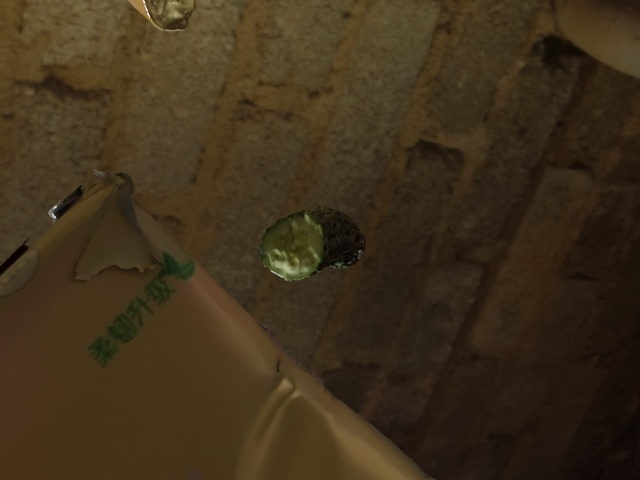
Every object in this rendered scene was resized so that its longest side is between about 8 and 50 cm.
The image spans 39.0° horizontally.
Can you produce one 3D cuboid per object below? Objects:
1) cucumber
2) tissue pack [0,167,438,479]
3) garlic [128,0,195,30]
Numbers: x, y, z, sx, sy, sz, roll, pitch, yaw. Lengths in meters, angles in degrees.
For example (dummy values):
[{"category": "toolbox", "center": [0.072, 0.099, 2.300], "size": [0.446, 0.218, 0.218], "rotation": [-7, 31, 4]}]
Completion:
[{"category": "cucumber", "center": [0.001, 0.000, 0.754], "size": [0.187, 0.058, 0.058], "rotation": [-9, -74, -78]}, {"category": "tissue pack", "center": [-0.105, 0.133, 0.363], "size": [0.256, 0.215, 0.123], "rotation": [-49, 15, -15]}, {"category": "garlic", "center": [-0.177, -0.307, 0.874], "size": [0.101, 0.087, 0.195], "rotation": [51, 160, 42]}]
